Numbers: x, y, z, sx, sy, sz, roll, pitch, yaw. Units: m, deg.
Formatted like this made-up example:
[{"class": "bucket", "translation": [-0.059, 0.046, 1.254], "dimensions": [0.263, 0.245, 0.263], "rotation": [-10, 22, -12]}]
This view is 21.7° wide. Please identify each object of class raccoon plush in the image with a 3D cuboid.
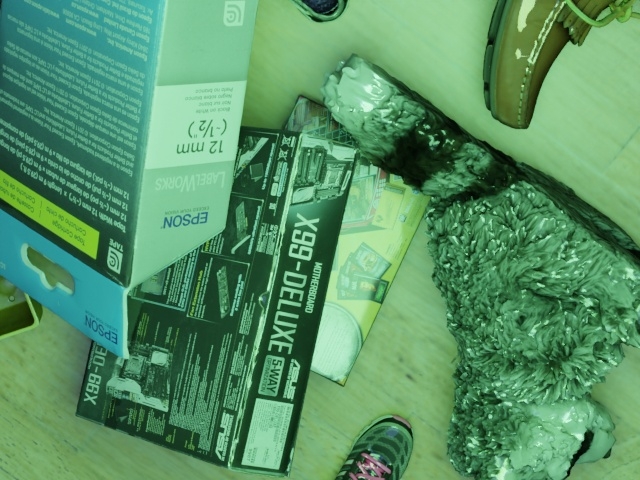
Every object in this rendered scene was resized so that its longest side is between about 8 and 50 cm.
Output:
[{"class": "raccoon plush", "translation": [0.123, 0.059, 1.614], "dimensions": [0.446, 0.216, 0.299], "rotation": [37, 103, 1]}]

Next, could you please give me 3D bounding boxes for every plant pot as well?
[{"class": "plant pot", "translation": [-0.326, 0.053, 1.685], "dimensions": [0.082, 0.083, 0.081], "rotation": [-19, 98, 5]}]

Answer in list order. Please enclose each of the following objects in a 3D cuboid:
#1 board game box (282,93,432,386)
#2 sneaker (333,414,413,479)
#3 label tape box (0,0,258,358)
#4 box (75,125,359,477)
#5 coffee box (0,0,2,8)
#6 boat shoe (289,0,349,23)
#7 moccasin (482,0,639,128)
[{"class": "board game box", "translation": [0.000, 0.000, 1.655], "dimensions": [0.165, 0.042, 0.243], "rotation": [26, 87, -3]}, {"class": "sneaker", "translation": [0.039, 0.256, 1.708], "dimensions": [0.063, 0.075, 0.170], "rotation": [37, 99, -4]}, {"class": "label tape box", "translation": [-0.192, -0.102, 1.526], "dimensions": [0.115, 0.249, 0.347], "rotation": [-11, 118, -40]}, {"class": "box", "translation": [-0.102, 0.045, 1.555], "dimensions": [0.077, 0.242, 0.307], "rotation": [14, 87, -43]}, {"class": "coffee box", "translation": [-0.374, -0.285, 1.609], "dimensions": [0.168, 0.119, 0.297], "rotation": [38, 99, -6]}, {"class": "boat shoe", "translation": [-0.048, -0.304, 1.616], "dimensions": [0.078, 0.070, 0.219], "rotation": [-41, 96, 8]}, {"class": "moccasin", "translation": [0.270, -0.276, 1.583], "dimensions": [0.147, 0.139, 0.380], "rotation": [27, 91, 7]}]
